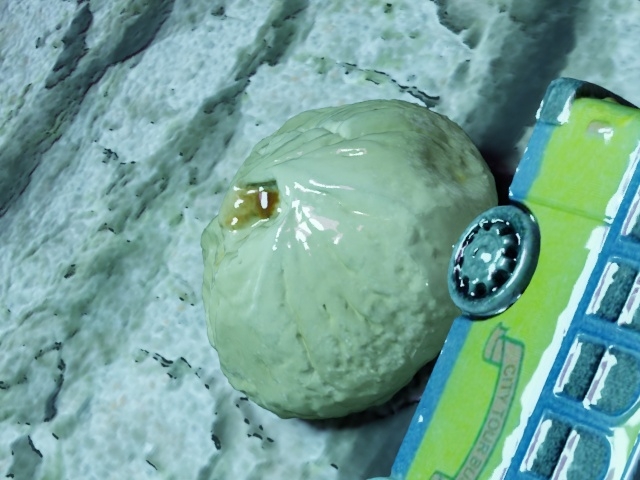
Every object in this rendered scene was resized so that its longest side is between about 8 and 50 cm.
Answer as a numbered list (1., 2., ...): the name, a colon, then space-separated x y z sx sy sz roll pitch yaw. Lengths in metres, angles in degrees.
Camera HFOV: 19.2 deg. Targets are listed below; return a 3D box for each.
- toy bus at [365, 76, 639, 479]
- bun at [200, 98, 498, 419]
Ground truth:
1. toy bus: 0.141 0.096 0.874 0.190 0.152 0.312 20 85 55
2. bun: 0.000 0.000 1.194 0.220 0.134 0.220 -31 41 31
